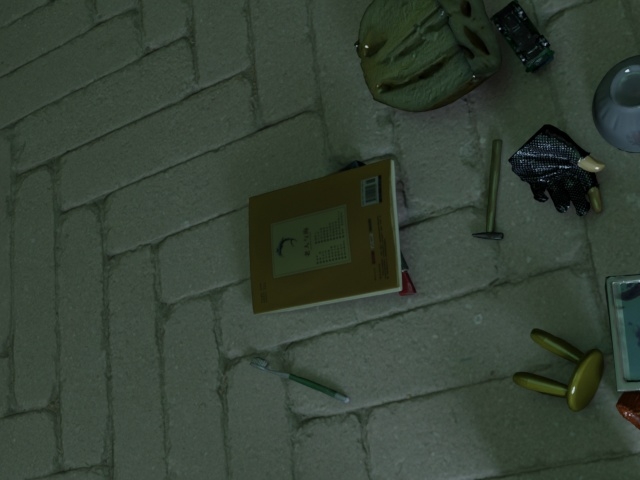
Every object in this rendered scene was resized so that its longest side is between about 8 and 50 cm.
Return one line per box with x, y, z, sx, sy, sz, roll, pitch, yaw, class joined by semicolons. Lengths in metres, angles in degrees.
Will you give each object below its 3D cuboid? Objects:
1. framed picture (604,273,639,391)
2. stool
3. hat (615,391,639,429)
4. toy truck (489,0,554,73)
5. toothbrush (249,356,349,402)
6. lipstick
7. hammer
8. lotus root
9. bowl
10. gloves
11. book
0.588;0.138;1.421;0.259;0.023;0.189;-5;73;17;framed picture
0.406;0.218;1.534;0.110;0.134;0.135;19;132;37;stool
0.565;0.242;1.453;0.112;0.093;0.162;41;82;24;hat
0.388;-0.389;1.735;0.065;0.079;0.147;-36;59;18;toy truck
-0.046;0.286;1.860;0.257;0.018;0.024;17;80;36;toothbrush
0.120;-0.019;1.822;0.051;0.051;0.312;-33;64;23;lipstick
0.327;-0.098;1.732;0.062;0.013;0.199;0;76;32;hammer
0.210;-0.374;1.799;0.260;0.149;0.267;-37;71;49;lotus root
0.558;-0.254;1.584;0.189;0.086;0.189;-9;73;31;bowl
0.438;-0.117;1.630;0.181;0.106;0.129;46;106;4;gloves
0.000;0.000;1.865;0.388;0.032;0.269;-12;75;38;book
